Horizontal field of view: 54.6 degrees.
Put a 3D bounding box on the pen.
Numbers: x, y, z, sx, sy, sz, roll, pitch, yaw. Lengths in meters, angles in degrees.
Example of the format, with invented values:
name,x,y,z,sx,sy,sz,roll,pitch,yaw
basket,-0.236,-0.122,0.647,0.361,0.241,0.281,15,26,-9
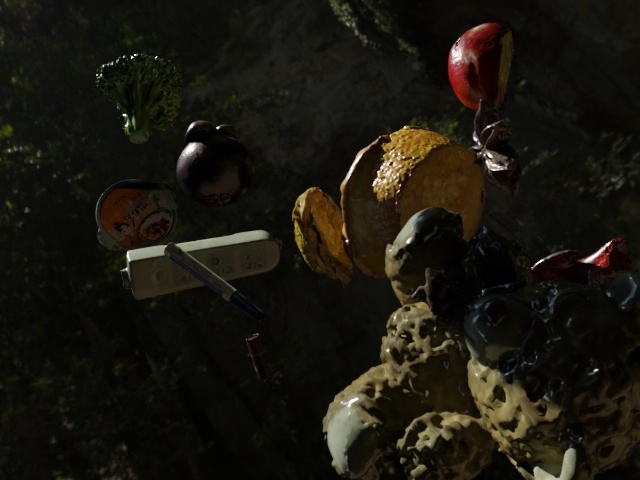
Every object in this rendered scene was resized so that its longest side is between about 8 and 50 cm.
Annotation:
name,x,y,z,sx,sy,sz,roll,pitch,yaw
pen,-0.168,0.067,0.979,0.025,0.204,0.025,-48,-20,-23

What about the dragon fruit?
name,x,y,z,sx,sy,sz,roll,pitch,yaw
dragon fruit,0.435,0.050,1.056,0.192,0.122,0.092,-46,-10,35

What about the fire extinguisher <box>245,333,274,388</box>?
name,x,y,z,sx,sy,sz,roll,pitch,yaw
fire extinguisher,-0.146,0.295,1.505,0.039,0.132,0.056,-21,6,-31

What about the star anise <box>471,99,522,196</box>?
name,x,y,z,sx,sy,sz,roll,pitch,yaw
star anise,0.376,-0.183,1.320,0.073,0.196,0.212,-20,-16,2

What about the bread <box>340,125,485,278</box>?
name,x,y,z,sx,sy,sz,roll,pitch,yaw
bread,0.227,-0.079,1.519,0.398,0.215,0.398,-16,-65,-37

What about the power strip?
name,x,y,z,sx,sy,sz,roll,pitch,yaw
power strip,-0.201,0.038,1.088,0.286,0.048,0.080,-11,-58,-17

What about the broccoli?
name,x,y,z,sx,sy,sz,roll,pitch,yaw
broccoli,-0.397,-0.290,1.353,0.194,0.194,0.219,-13,-26,-28

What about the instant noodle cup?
name,x,y,z,sx,sy,sz,roll,pitch,yaw
instant noodle cup,-0.438,-0.041,1.465,0.208,0.177,0.125,-31,-6,-29

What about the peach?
name,x,y,z,sx,sy,sz,roll,pitch,yaw
peach,0.402,-0.437,1.582,0.154,0.267,0.159,3,-29,29

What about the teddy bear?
name,x,y,z,sx,sy,sz,roll,pitch,yaw
teddy bear,0.146,0.102,0.512,0.156,0.256,0.267,32,-108,-24

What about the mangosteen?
name,x,y,z,sx,sy,sz,roll,pitch,yaw
mangosteen,-0.258,-0.182,1.539,0.210,0.210,0.210,-22,-34,-16

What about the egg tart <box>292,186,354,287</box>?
name,x,y,z,sx,sy,sz,roll,pitch,yaw
egg tart,0.000,0.000,1.643,0.107,0.290,0.291,-21,-29,20
